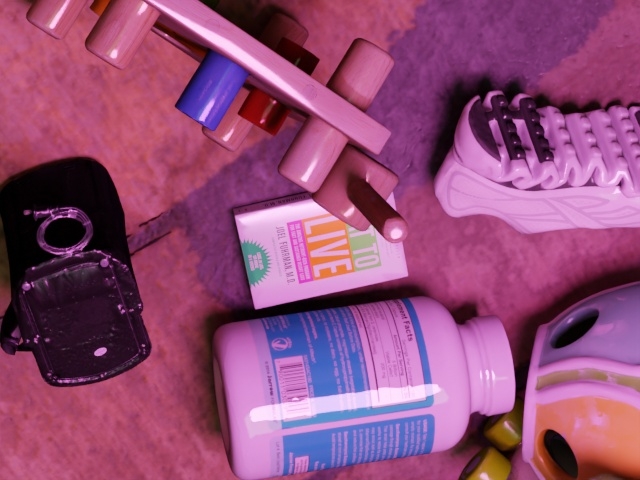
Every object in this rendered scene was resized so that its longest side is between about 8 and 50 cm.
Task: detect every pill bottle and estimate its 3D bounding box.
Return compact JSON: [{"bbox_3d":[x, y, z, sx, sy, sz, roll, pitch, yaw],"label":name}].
[{"bbox_3d":[0.039,0.131,1.753,0.264,0.146,0.146,-7,119,-8],"label":"pill bottle"}]

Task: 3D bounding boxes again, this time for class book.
[{"bbox_3d":[0.000,0.000,1.743,0.144,0.035,0.096,-13,116,-3],"label":"book"}]

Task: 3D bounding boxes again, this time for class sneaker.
[{"bbox_3d":[0.237,-0.056,1.732,0.292,0.110,0.118,9,139,-22],"label":"sneaker"}]

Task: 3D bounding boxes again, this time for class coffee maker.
[{"bbox_3d":[-0.207,0.006,1.613,0.120,0.178,0.171,3,120,-16],"label":"coffee maker"}]

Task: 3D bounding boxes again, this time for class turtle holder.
[{"bbox_3d":[0.299,0.181,1.750,0.227,0.320,0.243,7,148,10],"label":"turtle holder"}]

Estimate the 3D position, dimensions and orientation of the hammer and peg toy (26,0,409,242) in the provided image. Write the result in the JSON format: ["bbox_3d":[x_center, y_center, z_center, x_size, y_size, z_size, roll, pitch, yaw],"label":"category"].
[{"bbox_3d":[-0.045,-0.133,1.527,0.361,0.266,0.127,32,89,-24],"label":"hammer and peg toy"}]

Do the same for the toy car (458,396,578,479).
[{"bbox_3d":[0.179,0.276,1.886,0.155,0.149,0.188,41,132,-6],"label":"toy car"}]
